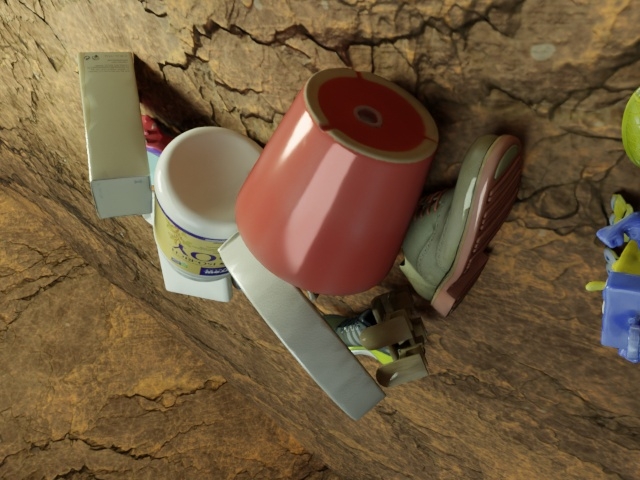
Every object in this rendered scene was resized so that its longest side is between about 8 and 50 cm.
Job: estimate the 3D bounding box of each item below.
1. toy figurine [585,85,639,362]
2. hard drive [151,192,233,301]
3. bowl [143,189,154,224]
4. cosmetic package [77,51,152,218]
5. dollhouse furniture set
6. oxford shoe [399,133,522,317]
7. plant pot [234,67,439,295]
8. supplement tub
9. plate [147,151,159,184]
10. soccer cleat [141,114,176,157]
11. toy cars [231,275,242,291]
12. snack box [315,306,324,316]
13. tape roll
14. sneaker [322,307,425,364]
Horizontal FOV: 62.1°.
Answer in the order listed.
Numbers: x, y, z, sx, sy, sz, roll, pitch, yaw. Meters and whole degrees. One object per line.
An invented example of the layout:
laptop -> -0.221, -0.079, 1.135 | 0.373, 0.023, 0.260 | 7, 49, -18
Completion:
toy figurine -> 0.389, 0.032, 0.576 | 0.191, 0.217, 0.362 | 17, 145, 34
hard drive -> -0.351, 0.024, 1.457 | 0.203, 0.040, 0.307 | 9, 125, 13
bowl -> -0.473, -0.088, 1.573 | 0.142, 0.053, 0.142 | 29, 150, 18
cosmetic package -> -0.425, -0.220, 1.103 | 0.160, 0.113, 0.309 | 119, 140, -60
dollhouse furniture set -> 0.095, 0.147, 1.041 | 0.161, 0.212, 0.242 | -22, 96, 14
oxford shoe -> 0.191, -0.020, 0.820 | 0.146, 0.140, 0.397 | 36, 149, 22
plant pot -> 0.031, -0.095, 0.780 | 0.275, 0.275, 0.243 | 35, 137, 8
supplement tub -> -0.235, -0.059, 1.147 | 0.241, 0.241, 0.331 | 38, 151, 3
plate -> -0.480, -0.222, 1.384 | 0.188, 0.024, 0.188 | 12, 140, 10
soccer cleat -> -0.372, -0.221, 1.251 | 0.248, 0.083, 0.095 | 26, 153, 19
toy cars -> -0.167, 0.092, 1.434 | 0.176, 0.087, 0.393 | 46, 151, -10
snack box -> -0.055, 0.198, 1.502 | 0.141, 0.037, 0.100 | 43, 152, -6
tape roll -> -0.034, 0.144, 0.954 | 0.392, 0.072, 0.392 | 50, 176, 5
sneaker -> 0.108, 0.212, 1.289 | 0.300, 0.111, 0.121 | 5, 126, 38
